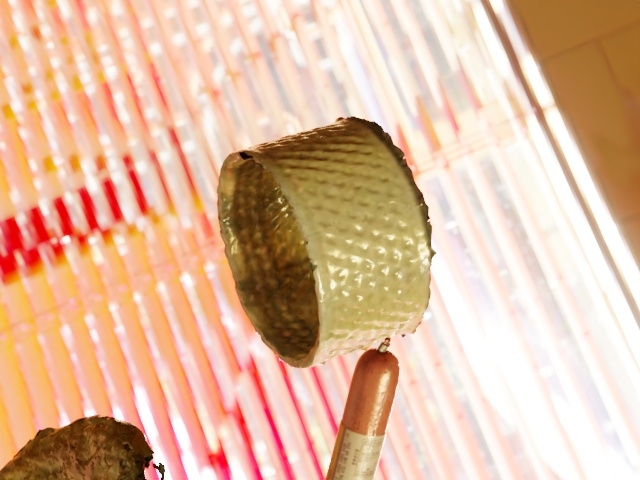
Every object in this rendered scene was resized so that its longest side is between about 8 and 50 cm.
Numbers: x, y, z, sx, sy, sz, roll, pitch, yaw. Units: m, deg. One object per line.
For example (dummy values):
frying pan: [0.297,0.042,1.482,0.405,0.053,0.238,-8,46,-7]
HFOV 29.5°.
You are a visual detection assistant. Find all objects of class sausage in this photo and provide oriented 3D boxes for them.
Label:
sausage: [0.014,0.163,0.754,0.029,0.029,0.223,-100,23,-74]

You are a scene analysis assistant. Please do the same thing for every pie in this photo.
pie: [-0.333,0.405,1.568,0.078,0.297,0.371,22,-103,-56]

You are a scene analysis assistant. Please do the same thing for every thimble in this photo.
thimble: [0.000,0.000,1.394,0.271,0.150,0.270,43,143,46]
